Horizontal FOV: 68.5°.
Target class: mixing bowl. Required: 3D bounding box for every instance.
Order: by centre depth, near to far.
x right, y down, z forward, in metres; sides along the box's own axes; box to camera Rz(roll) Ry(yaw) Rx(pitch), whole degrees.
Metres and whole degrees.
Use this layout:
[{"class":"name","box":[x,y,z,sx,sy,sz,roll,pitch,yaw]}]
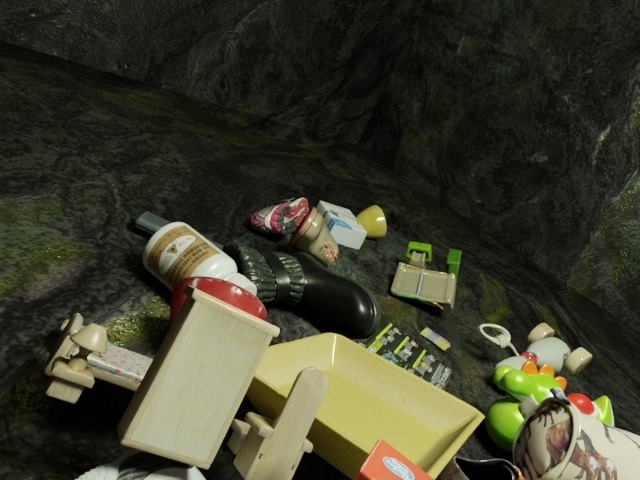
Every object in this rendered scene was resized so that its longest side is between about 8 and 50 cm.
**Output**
[{"class":"mixing bowl","box":[-0.195,0.156,0.841,0.181,0.181,0.098,22,50,-10]}]

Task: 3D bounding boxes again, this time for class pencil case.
[{"class":"pencil case","box":[0.542,0.409,0.798,0.410,0.160,0.183,26,35,0]}]

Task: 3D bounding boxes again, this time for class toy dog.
[{"class":"toy dog","box":[0.588,0.356,1.317,0.333,0.161,0.220,2,30,-17]}]

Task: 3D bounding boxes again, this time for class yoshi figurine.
[{"class":"yoshi figurine","box":[0.494,0.418,1.016,0.362,0.203,0.203,36,47,-9]}]

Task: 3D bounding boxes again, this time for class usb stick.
[{"class":"usb stick","box":[-0.331,0.004,1.177,0.278,0.045,0.077,25,20,-3]}]

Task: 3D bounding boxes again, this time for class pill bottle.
[{"class":"pill bottle","box":[-0.251,0.071,0.988,0.229,0.131,0.131,34,22,21]}]

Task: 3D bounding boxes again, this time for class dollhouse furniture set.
[{"class":"dollhouse furniture set","box":[-0.194,0.156,0.674,0.303,0.174,0.355,32,-12,-25]},{"class":"dollhouse furniture set","box":[0.354,0.156,1.583,0.197,0.151,0.301,10,35,16]}]

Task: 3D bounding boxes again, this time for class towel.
[{"class":"towel","box":[0.325,0.280,1.328,0.083,0.009,0.060,34,23,23]}]

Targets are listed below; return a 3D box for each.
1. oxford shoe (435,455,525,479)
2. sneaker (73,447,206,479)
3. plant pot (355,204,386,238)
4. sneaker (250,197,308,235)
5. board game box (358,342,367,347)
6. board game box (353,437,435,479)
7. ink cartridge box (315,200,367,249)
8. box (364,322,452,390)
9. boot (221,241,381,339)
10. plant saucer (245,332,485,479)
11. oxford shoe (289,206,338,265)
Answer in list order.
[{"class":"oxford shoe","box":[0.287,0.389,0.694,0.271,0.098,0.097,19,22,-14]},{"class":"sneaker","box":[-0.194,0.334,0.417,0.210,0.137,0.366,30,18,18]},{"class":"plant pot","box":[0.185,-0.065,1.847,0.095,0.134,0.134,-13,36,-19]},{"class":"sneaker","box":[-0.118,-0.081,1.539,0.112,0.121,0.299,0,4,21]},{"class":"board game box","box":[0.112,0.305,0.993,0.124,0.039,0.259,28,18,5]},{"class":"board game box","box":[0.130,0.403,0.486,0.316,0.242,0.064,32,22,19]},{"class":"ink cartridge box","box":[0.067,-0.058,1.734,0.139,0.082,0.191,15,25,-27]},{"class":"box","box":[0.189,0.279,1.039,0.184,0.045,0.190,35,22,17]},{"class":"boot","box":[-0.056,0.120,1.087,0.348,0.131,0.260,28,11,38]},{"class":"plant saucer","box":[0.062,0.273,0.767,0.333,0.081,0.332,23,9,30]},{"class":"oxford shoe","box":[0.000,0.000,1.314,0.130,0.123,0.348,35,-5,7]}]
